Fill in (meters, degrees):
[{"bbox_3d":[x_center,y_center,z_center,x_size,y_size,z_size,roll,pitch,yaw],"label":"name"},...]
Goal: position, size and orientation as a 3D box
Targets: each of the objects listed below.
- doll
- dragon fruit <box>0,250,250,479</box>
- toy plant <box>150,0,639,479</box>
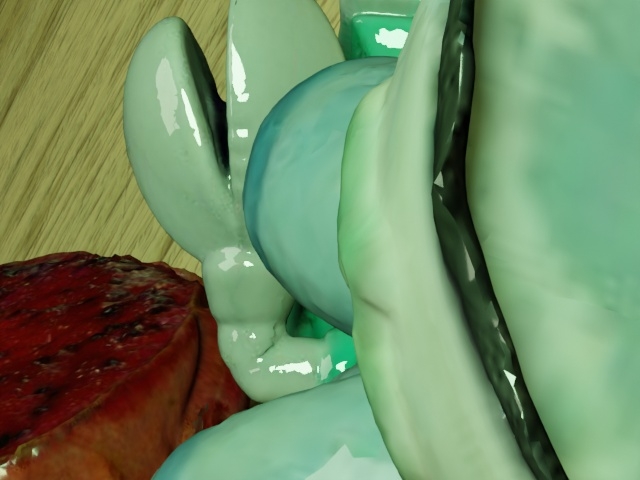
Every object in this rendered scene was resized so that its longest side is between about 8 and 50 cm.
[{"bbox_3d":[0.000,-0.010,0.790,0.195,0.153,0.258,90,-173,-55],"label":"doll"},{"bbox_3d":[-0.081,0.127,0.925,0.317,0.152,0.205,-89,-19,-71],"label":"dragon fruit"},{"bbox_3d":[0.075,0.039,0.516,0.332,0.247,0.247,139,144,-64],"label":"toy plant"}]
